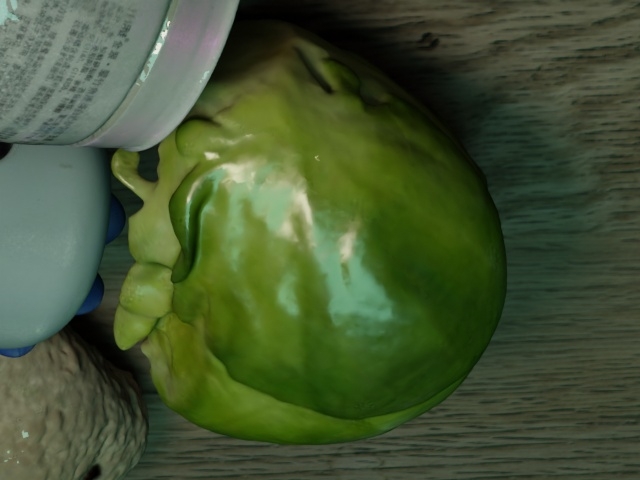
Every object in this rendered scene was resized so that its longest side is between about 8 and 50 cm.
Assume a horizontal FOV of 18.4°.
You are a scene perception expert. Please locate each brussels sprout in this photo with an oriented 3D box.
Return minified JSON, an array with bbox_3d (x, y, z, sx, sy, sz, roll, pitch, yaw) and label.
[{"bbox_3d":[0.000,0.000,1.619,0.315,0.276,0.371,-1,126,15],"label":"brussels sprout"}]

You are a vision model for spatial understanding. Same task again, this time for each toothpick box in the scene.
[{"bbox_3d":[-0.324,-0.022,1.570,0.355,0.263,0.263,6,132,-27],"label":"toothpick box"}]

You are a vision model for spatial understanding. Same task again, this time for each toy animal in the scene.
[{"bbox_3d":[-0.313,0.150,1.766,0.226,0.188,0.358,-49,123,-4],"label":"toy animal"}]

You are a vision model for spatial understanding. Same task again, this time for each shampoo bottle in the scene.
[{"bbox_3d":[-0.208,-0.204,1.417,0.266,0.273,0.273,16,129,-30],"label":"shampoo bottle"}]
